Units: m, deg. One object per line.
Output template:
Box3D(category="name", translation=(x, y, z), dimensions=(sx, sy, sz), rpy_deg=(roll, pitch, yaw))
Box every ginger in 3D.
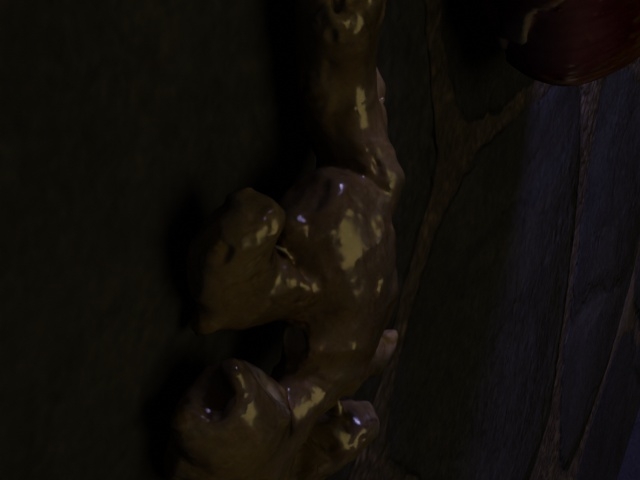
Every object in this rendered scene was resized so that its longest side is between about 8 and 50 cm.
Box3D(category="ginger", translation=(-0.008, 0.005, 0.443), dimensions=(0.149, 0.065, 0.258), rpy_deg=(-23, 125, -57))

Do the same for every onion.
Box3D(category="onion", translation=(0.187, -0.201, 0.630), dimensions=(0.230, 0.163, 0.230), rpy_deg=(-27, 124, -48))
